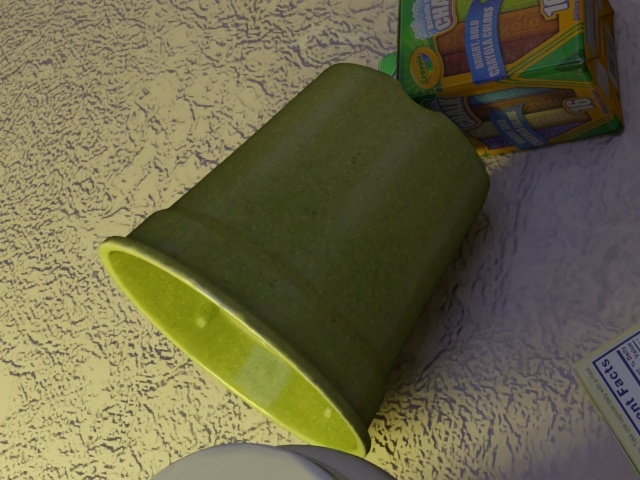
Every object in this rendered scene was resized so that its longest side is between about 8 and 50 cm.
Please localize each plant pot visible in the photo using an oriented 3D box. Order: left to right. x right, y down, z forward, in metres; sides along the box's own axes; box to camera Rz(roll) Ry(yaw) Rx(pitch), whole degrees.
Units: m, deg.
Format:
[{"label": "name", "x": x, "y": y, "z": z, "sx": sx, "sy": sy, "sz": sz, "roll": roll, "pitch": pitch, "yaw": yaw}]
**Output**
[{"label": "plant pot", "x": 0.000, "y": 0.000, "z": 1.164, "sx": 0.276, "sy": 0.276, "sz": 0.254, "roll": 27, "pitch": 70, "yaw": 33}]

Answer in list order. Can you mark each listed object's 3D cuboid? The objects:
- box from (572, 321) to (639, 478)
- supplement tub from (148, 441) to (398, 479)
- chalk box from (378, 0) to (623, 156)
[{"label": "box", "x": 0.330, "y": 0.099, "z": 0.961, "sx": 0.243, "sy": 0.213, "sz": 0.117, "roll": -34, "pitch": 57, "yaw": 9}, {"label": "supplement tub", "x": 0.009, "y": 0.281, "z": 0.968, "sx": 0.241, "sy": 0.331, "sz": 0.241, "roll": -11, "pitch": 64, "yaw": 22}, {"label": "chalk box", "x": 0.143, "y": -0.160, "z": 1.219, "sx": 0.213, "sy": 0.132, "sz": 0.132, "roll": -9, "pitch": 64, "yaw": 23}]
